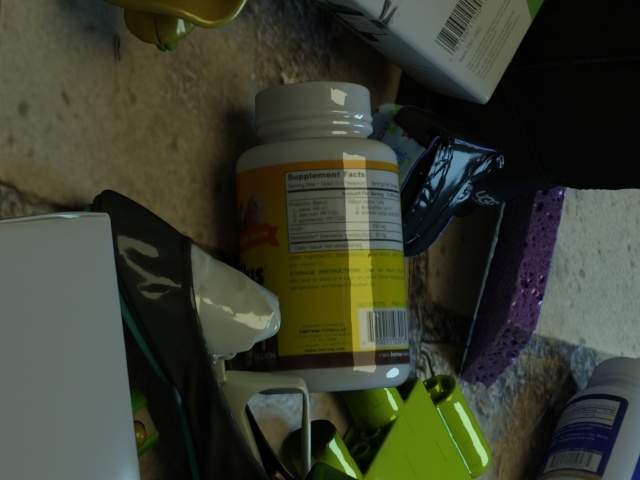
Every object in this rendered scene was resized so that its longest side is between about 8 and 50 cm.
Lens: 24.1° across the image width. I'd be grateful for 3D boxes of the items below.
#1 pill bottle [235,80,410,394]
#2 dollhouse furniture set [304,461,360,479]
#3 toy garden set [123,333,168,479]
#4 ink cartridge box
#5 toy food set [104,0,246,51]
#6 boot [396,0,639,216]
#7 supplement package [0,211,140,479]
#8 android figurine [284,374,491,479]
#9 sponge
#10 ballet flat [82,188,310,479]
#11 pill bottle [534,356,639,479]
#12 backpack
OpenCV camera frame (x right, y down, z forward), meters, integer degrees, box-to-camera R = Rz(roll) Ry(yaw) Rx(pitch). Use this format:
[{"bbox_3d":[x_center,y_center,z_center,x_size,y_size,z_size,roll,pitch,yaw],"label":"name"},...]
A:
[{"bbox_3d":[0.000,0.000,1.067,0.117,0.117,0.215,5,80,-55],"label":"pill bottle"},{"bbox_3d":[0.010,0.281,0.839,0.197,0.151,0.301,-62,-179,11],"label":"dollhouse furniture set"},{"bbox_3d":[-0.145,0.180,0.887,0.204,0.049,0.244,-37,114,-51],"label":"toy garden set"},{"bbox_3d":[0.074,-0.231,1.161,0.219,0.093,0.160,33,84,-36],"label":"ink cartridge box"},{"bbox_3d":[-0.073,-0.193,1.007,0.218,0.128,0.071,-66,156,-43],"label":"toy food set"},{"bbox_3d":[0.293,-0.205,1.234,0.146,0.445,0.367,29,61,-49],"label":"boot"},{"bbox_3d":[-0.200,0.142,0.705,0.175,0.178,0.292,-7,91,-55],"label":"supplement package"},{"bbox_3d":[0.067,0.226,1.180,0.273,0.056,0.248,62,39,-24],"label":"android figurine"},{"bbox_3d":[0.177,0.017,1.328,0.031,0.117,0.210,21,58,-4],"label":"sponge"},{"bbox_3d":[-0.063,0.084,0.976,0.095,0.096,0.280,-100,172,-68],"label":"ballet flat"},{"bbox_3d":[0.274,0.204,1.426,0.112,0.112,0.186,61,41,-28],"label":"pill bottle"},{"bbox_3d":[0.069,-0.048,1.193,0.105,0.084,0.114,10,117,-51],"label":"backpack"}]
